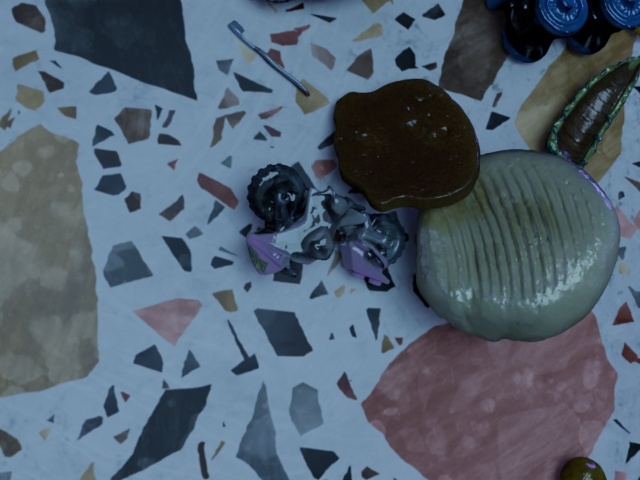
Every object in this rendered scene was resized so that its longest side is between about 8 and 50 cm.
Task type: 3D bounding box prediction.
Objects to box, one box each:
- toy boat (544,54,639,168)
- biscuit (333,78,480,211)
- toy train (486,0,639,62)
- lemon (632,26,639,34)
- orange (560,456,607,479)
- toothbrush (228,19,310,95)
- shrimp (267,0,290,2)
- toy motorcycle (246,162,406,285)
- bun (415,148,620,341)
[{"bbox_3d":[0.551,-0.262,1.609,0.108,0.099,0.293,40,83,-12],"label":"toy boat"},{"bbox_3d":[0.153,-0.170,1.435,0.257,0.049,0.273,-13,60,-3],"label":"biscuit"},{"bbox_3d":[0.474,-0.502,1.562,0.300,0.188,0.265,-9,84,-15],"label":"toy train"},{"bbox_3d":[0.682,-0.465,1.680,0.065,0.065,0.092,-18,89,-18],"label":"lemon"},{"bbox_3d":[0.510,0.465,1.543,0.095,0.085,0.085,34,77,-23],"label":"orange"},{"bbox_3d":[-0.091,-0.330,1.456,0.193,0.013,0.019,42,67,-10],"label":"toothbrush"},{"bbox_3d":[0.044,-0.519,1.432,0.372,0.172,0.137,-22,87,-11],"label":"shrimp"},{"bbox_3d":[0.000,0.000,1.402,0.327,0.143,0.188,24,88,-29],"label":"toy motorcycle"},{"bbox_3d":[0.348,0.018,1.441,0.365,0.219,0.365,-5,67,11],"label":"bun"}]
